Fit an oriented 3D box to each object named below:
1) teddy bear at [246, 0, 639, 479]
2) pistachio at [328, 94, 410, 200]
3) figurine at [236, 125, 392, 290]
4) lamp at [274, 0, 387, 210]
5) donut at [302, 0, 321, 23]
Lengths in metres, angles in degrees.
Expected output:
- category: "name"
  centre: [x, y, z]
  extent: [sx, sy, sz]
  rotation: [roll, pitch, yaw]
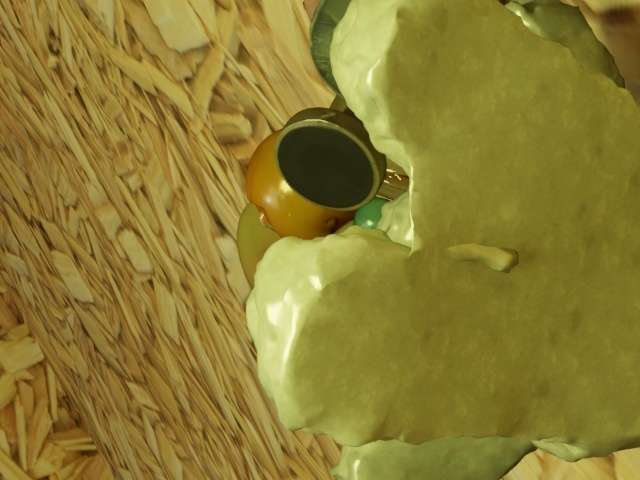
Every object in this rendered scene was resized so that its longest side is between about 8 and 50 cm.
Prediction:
- category: "teddy bear"
  centre: [0.068, 0.006, 0.880]
  extent: [0.362, 0.375, 0.327]
  rotation: [15, 88, 60]
- category: "pistachio"
  centre: [0.074, -0.074, 1.105]
  extent: [0.149, 0.113, 0.113]
  rotation: [23, 137, 29]
- category: "figurine"
  centre: [0.000, 0.000, 1.353]
  extent: [0.324, 0.124, 0.222]
  rotation: [32, 141, 62]
- category: "lamp"
  centre: [0.041, -0.115, 0.996]
  extent: [0.121, 0.215, 0.121]
  rotation: [16, 134, 17]
- category: "donut"
  centre: [0.031, -0.190, 1.154]
  extent: [0.117, 0.065, 0.166]
  rotation: [44, 148, 43]
